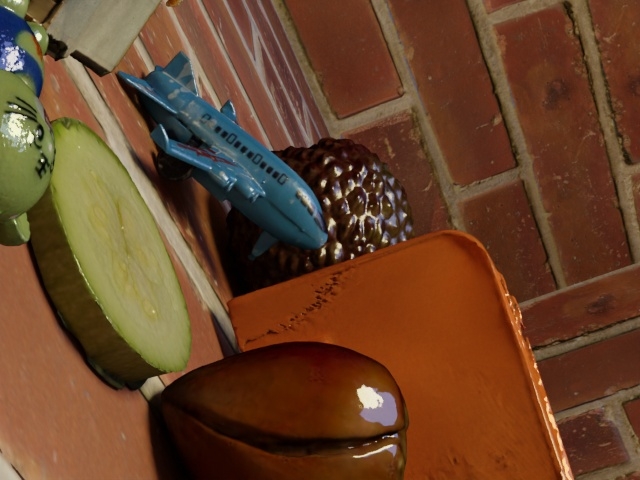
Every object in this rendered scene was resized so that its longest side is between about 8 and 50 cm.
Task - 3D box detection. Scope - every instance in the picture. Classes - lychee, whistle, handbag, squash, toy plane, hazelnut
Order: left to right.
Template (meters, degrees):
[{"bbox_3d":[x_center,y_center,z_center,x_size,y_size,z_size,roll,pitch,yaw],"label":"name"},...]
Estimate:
[{"bbox_3d":[-0.204,-0.098,0.655,0.105,0.085,0.227,75,-1,-59],"label":"whistle"},{"bbox_3d":[-0.162,0.007,0.853,0.219,0.041,0.219,-20,90,-83],"label":"squash"},{"bbox_3d":[-0.101,-0.085,1.188,0.271,0.105,0.254,51,16,-2],"label":"toy plane"},{"bbox_3d":[-0.034,0.166,0.904,0.208,0.208,0.208,-20,90,-82],"label":"hazelnut"},{"bbox_3d":[0.000,0.000,1.334,0.236,0.236,0.271,53,33,-66],"label":"lychee"},{"bbox_3d":[0.084,0.215,1.092,0.116,0.304,0.410,59,15,-62],"label":"handbag"}]

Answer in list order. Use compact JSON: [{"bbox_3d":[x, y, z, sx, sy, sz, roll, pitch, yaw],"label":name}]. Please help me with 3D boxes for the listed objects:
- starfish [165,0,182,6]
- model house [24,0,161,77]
[{"bbox_3d":[-0.236,-0.488,1.446,0.293,0.084,0.301,-105,175,-60],"label":"starfish"},{"bbox_3d":[-0.199,-0.283,0.830,0.206,0.271,0.178,36,4,14],"label":"model house"}]
